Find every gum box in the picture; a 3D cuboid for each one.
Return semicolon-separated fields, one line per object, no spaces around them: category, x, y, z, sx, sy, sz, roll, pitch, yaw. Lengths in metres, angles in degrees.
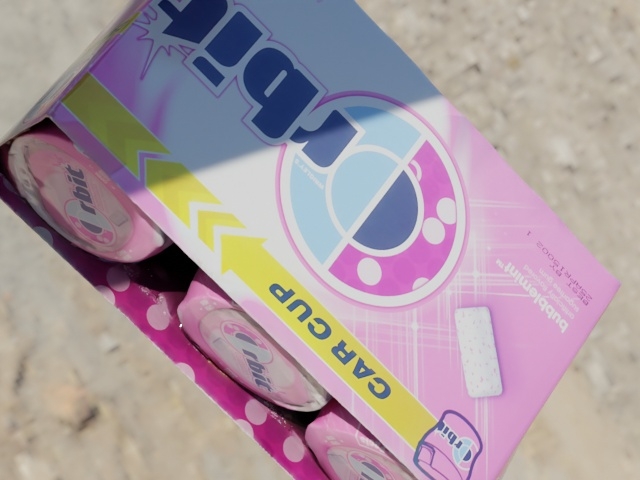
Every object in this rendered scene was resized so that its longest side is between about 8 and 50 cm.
gum box;0.000;0.000;0.617;0.188;0.062;0.107;45;58;-13
